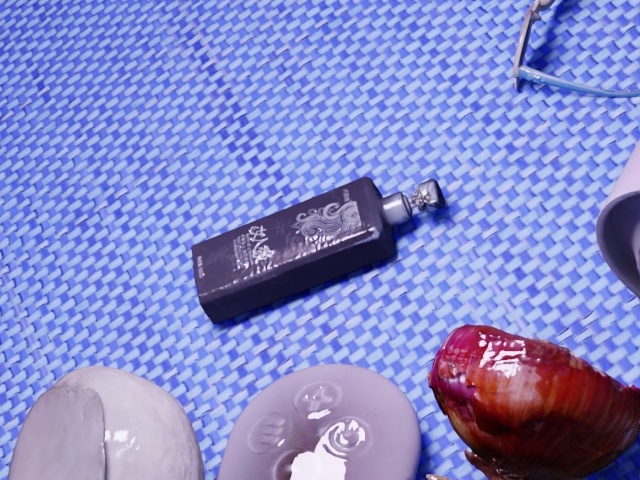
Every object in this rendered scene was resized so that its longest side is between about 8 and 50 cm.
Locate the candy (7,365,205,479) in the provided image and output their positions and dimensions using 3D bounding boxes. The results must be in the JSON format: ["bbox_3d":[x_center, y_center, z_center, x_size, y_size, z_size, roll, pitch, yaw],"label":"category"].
[{"bbox_3d":[-0.231,0.278,2.070,0.295,0.185,0.296,-36,45,46],"label":"candy"}]

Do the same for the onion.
[{"bbox_3d":[0.206,0.179,1.889,0.230,0.230,0.163,15,88,38],"label":"onion"}]

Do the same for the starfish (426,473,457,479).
[{"bbox_3d":[0.158,0.314,1.886,0.277,0.062,0.235,-37,49,-19],"label":"starfish"}]

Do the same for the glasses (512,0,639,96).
[{"bbox_3d":[0.337,-0.261,2.260,0.220,0.088,0.190,10,59,36],"label":"glasses"}]

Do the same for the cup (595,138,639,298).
[{"bbox_3d":[0.455,-0.092,1.937,0.253,0.253,0.372,8,56,35],"label":"cup"}]

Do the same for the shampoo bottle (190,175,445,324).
[{"bbox_3d":[0.000,-0.001,2.254,0.309,0.071,0.098,-21,43,11],"label":"shampoo bottle"}]

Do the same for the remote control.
[{"bbox_3d":[-0.013,0.273,2.006,0.221,0.103,0.332,0,55,24],"label":"remote control"}]
